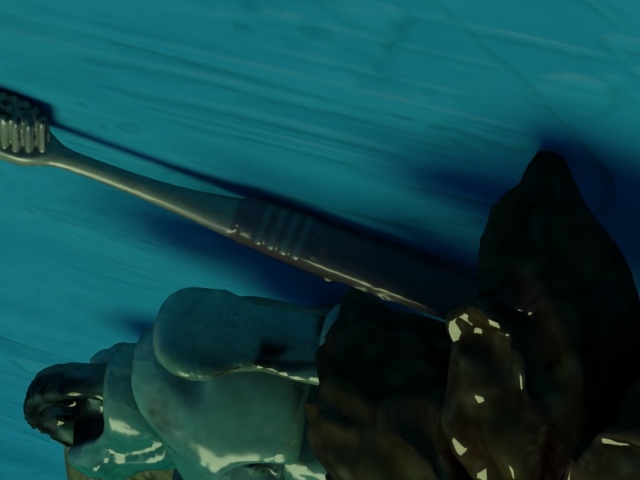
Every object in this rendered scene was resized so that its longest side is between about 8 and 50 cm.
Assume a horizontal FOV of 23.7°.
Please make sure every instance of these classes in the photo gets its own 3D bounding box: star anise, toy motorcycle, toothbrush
[{"bbox_3d":[0.091,0.095,0.499,0.236,0.109,0.223,-38,89,38],"label":"star anise"},{"bbox_3d":[0.011,0.094,0.691,0.260,0.154,0.206,24,151,-25],"label":"toy motorcycle"},{"bbox_3d":[0.000,0.000,0.629,0.354,0.024,0.029,21,153,3],"label":"toothbrush"}]

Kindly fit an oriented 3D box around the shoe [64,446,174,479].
[{"bbox_3d":[0.005,0.171,0.898,0.316,0.159,0.124,31,124,23],"label":"shoe"}]
